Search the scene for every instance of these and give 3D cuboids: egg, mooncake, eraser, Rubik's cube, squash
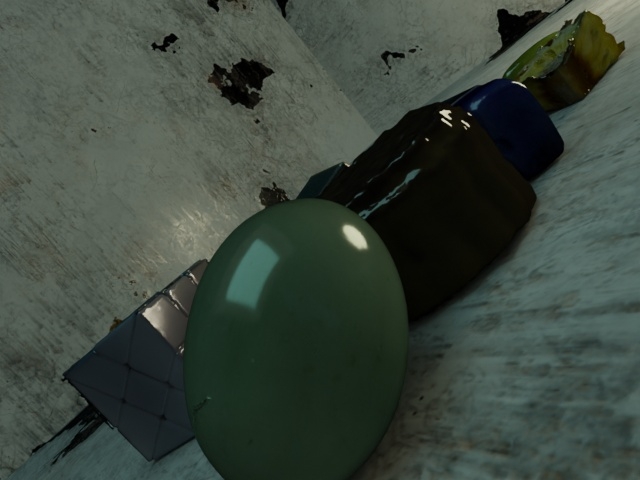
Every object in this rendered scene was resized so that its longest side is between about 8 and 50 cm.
[{"bbox_3d":[-0.021,0.087,0.452,0.203,0.203,0.282,-31,37,46],"label":"egg"},{"bbox_3d":[0.110,-0.039,0.678,0.324,0.187,0.324,-40,10,9],"label":"mooncake"},{"bbox_3d":[0.259,-0.178,0.837,0.102,0.155,0.332,-39,9,-1],"label":"eraser"},{"bbox_3d":[-0.261,0.209,0.882,0.231,0.221,0.224,-37,8,23],"label":"Rubik's cube"},{"bbox_3d":[0.608,-0.515,1.361,0.252,0.066,0.066,-38,8,4],"label":"squash"}]

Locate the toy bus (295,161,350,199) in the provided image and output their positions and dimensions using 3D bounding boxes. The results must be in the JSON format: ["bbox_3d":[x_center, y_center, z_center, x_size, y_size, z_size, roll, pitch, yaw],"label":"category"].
[{"bbox_3d":[0.000,0.000,0.922,0.139,0.167,0.275,-14,39,55],"label":"toy bus"}]

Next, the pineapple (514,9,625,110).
[{"bbox_3d":[0.453,-0.312,0.924,0.236,0.114,0.186,-48,6,21],"label":"pineapple"}]

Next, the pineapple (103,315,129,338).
[{"bbox_3d":[-0.319,0.231,1.147,0.272,0.262,0.262,-27,10,6],"label":"pineapple"}]
